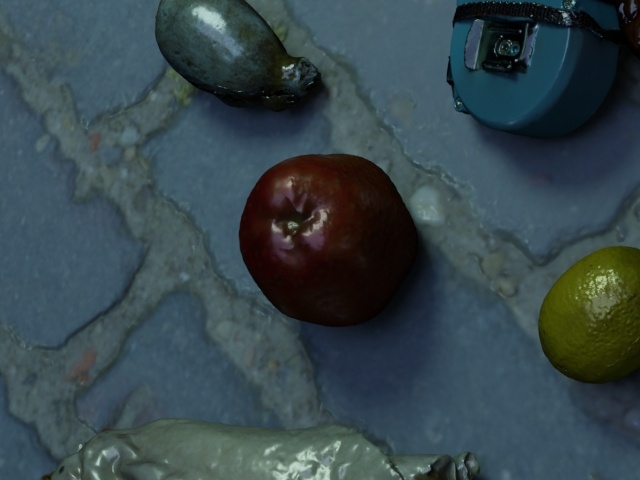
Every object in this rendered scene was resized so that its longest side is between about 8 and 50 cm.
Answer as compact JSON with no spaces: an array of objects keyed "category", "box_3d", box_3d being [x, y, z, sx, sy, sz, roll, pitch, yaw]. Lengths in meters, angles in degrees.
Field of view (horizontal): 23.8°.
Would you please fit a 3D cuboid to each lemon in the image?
[{"category":"lemon","box_3d":[0.197,0.048,1.028,0.111,0.082,0.082,-49,58,19]}]

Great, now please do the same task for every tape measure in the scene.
[{"category":"tape measure","box_3d":[0.152,-0.138,1.099,0.146,0.081,0.125,14,95,49]}]

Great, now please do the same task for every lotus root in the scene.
[{"category":"lotus root","box_3d":[-0.075,-0.156,1.248,0.165,0.088,0.088,37,97,23]}]

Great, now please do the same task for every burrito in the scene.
[{"category":"burrito","box_3d":[-0.061,0.193,1.149,0.392,0.076,0.117,-1,70,29]}]

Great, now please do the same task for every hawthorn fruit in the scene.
[{"category":"hawthorn fruit","box_3d":[0.000,0.000,1.124,0.132,0.138,0.133,-9,70,26]}]

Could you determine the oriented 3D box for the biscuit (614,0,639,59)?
[{"category":"biscuit","box_3d":[0.288,-0.195,1.056,0.192,0.049,0.192,-6,79,33]}]
